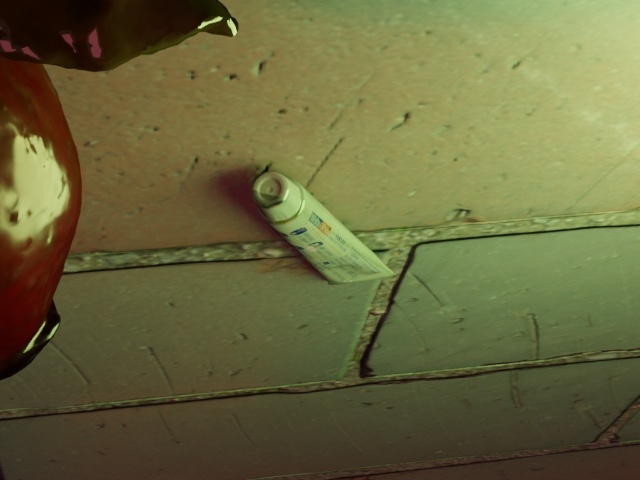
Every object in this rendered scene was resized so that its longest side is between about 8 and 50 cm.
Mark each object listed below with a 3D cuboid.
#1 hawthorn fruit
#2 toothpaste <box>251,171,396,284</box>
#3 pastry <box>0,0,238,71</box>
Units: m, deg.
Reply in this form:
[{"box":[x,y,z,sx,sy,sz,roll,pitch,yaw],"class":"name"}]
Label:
[{"box":[-0.211,-0.037,0.651,0.215,0.215,0.250,-5,158,-9],"class":"hawthorn fruit"},{"box":[0.000,0.000,1.034,0.052,0.033,0.218,-10,160,15],"class":"toothpaste"},{"box":[-0.126,-0.163,0.344,0.240,0.235,0.132,-5,155,-33],"class":"pastry"}]
